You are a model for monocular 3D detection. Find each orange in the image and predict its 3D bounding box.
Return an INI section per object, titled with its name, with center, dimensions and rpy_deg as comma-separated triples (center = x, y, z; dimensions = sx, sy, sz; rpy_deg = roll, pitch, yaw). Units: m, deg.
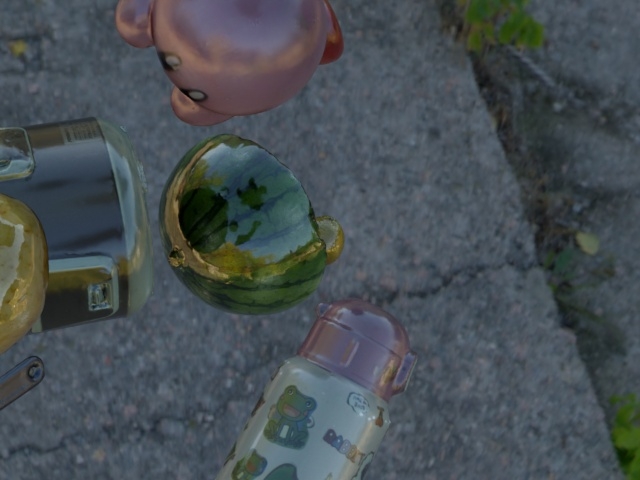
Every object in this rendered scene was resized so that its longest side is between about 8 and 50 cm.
[orange]
center = 0.000, 0.000, 2.032
dimensions = 0.085, 0.095, 0.085
rpy_deg = 20, 17, -7

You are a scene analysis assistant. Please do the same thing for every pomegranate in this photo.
[pomegranate]
center = -0.360, 0.033, 1.160
dimensions = 0.196, 0.196, 0.196
rpy_deg = 2, 57, -4

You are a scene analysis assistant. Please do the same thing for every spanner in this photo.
[spanner]
center = -0.444, 0.223, 1.385
dimensions = 0.024, 0.087, 0.316
rpy_deg = 4, 29, 34

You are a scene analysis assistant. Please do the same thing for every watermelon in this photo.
[watermelon]
center = -0.156, 0.002, 1.957
dimensions = 0.330, 0.331, 0.189
rpy_deg = 34, 55, 16

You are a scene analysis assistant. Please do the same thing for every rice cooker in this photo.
[rice cooker]
center = -0.428, -0.016, 1.723
dimensions = 0.325, 0.335, 0.335
rpy_deg = -9, 58, -17

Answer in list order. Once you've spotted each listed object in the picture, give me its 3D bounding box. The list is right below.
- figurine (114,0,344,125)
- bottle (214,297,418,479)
[figurine]
center = -0.086, -0.275, 1.422
dimensions = 0.261, 0.270, 0.211
rpy_deg = -41, 28, -17
[bottle]
center = -0.005, 0.172, 1.035
dimensions = 0.120, 0.120, 0.253
rpy_deg = 27, 81, 12
